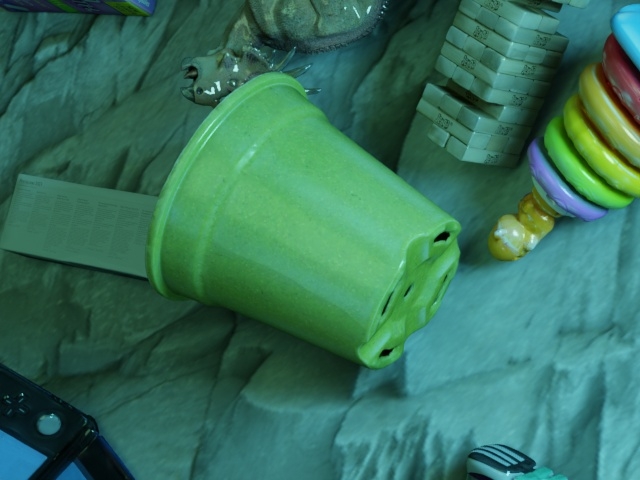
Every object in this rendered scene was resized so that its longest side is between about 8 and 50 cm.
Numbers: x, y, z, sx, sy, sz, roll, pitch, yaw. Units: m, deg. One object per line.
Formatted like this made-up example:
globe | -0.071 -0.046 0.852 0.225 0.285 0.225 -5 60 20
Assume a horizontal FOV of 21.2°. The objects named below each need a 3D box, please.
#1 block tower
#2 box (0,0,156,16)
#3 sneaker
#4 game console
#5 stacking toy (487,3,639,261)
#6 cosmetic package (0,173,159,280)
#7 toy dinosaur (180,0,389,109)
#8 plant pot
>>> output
block tower | 0.211 -0.246 1.769 0.091 0.097 0.335 38 113 40
box | -0.350 -0.370 2.113 0.243 0.213 0.117 6 79 30
sneaker | 0.233 0.288 1.687 0.224 0.083 0.098 27 111 37
game console | -0.370 0.330 1.959 0.293 0.250 0.173 -48 32 10
stacking toy | 0.277 -0.081 1.728 0.302 0.175 0.165 -44 64 28
cosmetic package | -0.270 -0.014 2.056 0.239 0.060 0.099 10 84 31
toy dinosaur | -0.011 -0.252 1.942 0.296 0.127 0.200 -19 67 20
plant pot | 0.000 0.000 1.803 0.254 0.276 0.276 30 92 21
